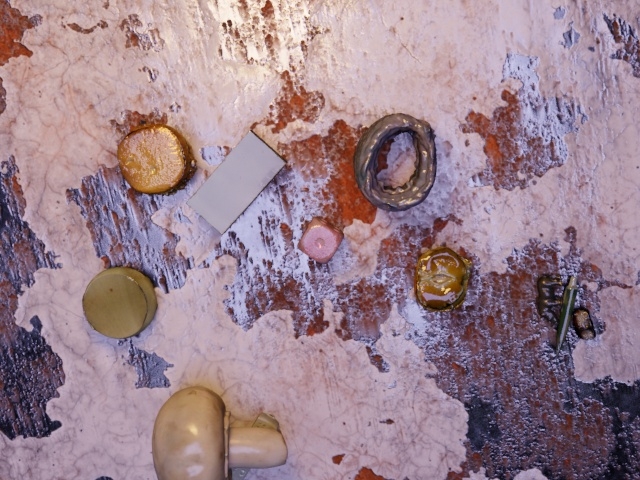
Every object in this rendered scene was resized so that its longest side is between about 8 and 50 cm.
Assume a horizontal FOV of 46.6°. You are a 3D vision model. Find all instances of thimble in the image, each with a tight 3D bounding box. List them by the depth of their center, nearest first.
[{"bbox_3d":[0.186,-0.189,1.795,0.205,0.172,0.236,25,98,-5],"label":"thimble"}]

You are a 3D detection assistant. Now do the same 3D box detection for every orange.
[{"bbox_3d":[0.300,0.100,1.870,0.170,0.112,0.160,-30,86,-16],"label":"orange"}]

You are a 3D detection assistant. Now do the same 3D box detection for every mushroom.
[{"bbox_3d":[-0.257,0.517,1.891,0.336,0.314,0.314,1,100,-14],"label":"mushroom"}]

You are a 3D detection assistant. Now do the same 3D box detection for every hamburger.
[{"bbox_3d":[-0.398,-0.200,1.846,0.191,0.118,0.181,10,103,4],"label":"hamburger"}]

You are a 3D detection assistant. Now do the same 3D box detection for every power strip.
[{"bbox_3d":[-0.198,0.575,2.015,0.060,0.027,0.252,32,99,-3],"label":"power strip"}]

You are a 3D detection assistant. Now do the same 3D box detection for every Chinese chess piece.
[{"bbox_3d":[-0.520,0.162,1.935,0.188,0.083,0.188,1,100,6],"label":"Chinese chess piece"}]

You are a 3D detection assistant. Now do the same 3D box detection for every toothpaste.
[{"bbox_3d":[0.629,0.192,1.906,0.031,0.049,0.204,13,98,21],"label":"toothpaste"}]

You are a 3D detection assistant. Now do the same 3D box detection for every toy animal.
[{"bbox_3d":[0.585,0.155,1.899,0.065,0.047,0.135,-3,101,8],"label":"toy animal"}]

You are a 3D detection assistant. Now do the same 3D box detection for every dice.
[{"bbox_3d":[0.000,0.000,1.875,0.093,0.091,0.094,32,101,-3],"label":"dice"}]

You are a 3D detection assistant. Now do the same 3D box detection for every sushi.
[{"bbox_3d":[0.675,0.216,1.914,0.046,0.044,0.083,-15,97,27],"label":"sushi"}]

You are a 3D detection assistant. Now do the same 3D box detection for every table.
[{"bbox_3d":[-0.203,-0.147,1.849,0.121,0.111,0.240,42,99,-5],"label":"table"}]
